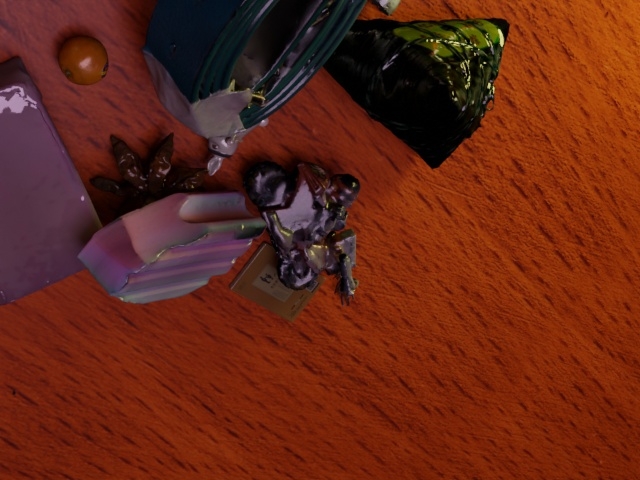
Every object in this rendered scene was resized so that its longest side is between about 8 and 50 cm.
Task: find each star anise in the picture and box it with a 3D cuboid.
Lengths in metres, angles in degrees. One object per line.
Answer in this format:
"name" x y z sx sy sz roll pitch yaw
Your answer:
"star anise" -0.296 -0.089 1.887 0.196 0.111 0.212 -5 112 -31

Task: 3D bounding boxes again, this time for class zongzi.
"zongzi" 0.134 -0.310 1.934 0.319 0.362 0.383 -65 161 15

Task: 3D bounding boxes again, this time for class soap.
"soap" -0.256 0.012 1.848 0.193 0.109 0.324 -47 163 24

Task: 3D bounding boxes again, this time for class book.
"book" -0.083 0.085 2.132 0.172 0.012 0.118 32 100 -35

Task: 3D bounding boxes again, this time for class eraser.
"eraser" -0.534 -0.082 1.762 0.272 0.122 0.359 -24 125 -12

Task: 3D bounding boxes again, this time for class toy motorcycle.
"toy motorcycle" 0.000 0.000 2.053 0.207 0.134 0.401 -22 121 -6

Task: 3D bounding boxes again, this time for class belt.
"belt" -0.100 -0.365 1.708 0.300 0.173 0.436 -1 133 -56

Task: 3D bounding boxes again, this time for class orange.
"orange" -0.385 -0.292 1.741 0.084 0.083 0.083 -11 121 -20

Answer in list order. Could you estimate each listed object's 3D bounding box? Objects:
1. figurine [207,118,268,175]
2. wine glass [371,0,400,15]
"figurine" -0.174 -0.198 1.911 0.146 0.081 0.098 -44 82 8
"wine glass" 0.145 -0.478 1.898 0.072 0.072 0.155 35 98 -35
